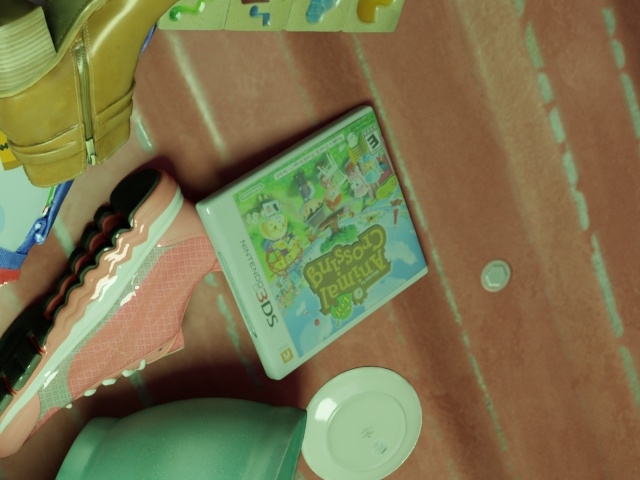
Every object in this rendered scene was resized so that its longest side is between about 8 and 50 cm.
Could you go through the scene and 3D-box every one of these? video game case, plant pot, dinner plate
[{"bbox_3d":[0.000,0.000,1.111,0.212,0.023,0.193,-34,115,-29],"label":"video game case"},{"bbox_3d":[-0.146,0.273,1.065,0.196,0.293,0.293,16,102,5],"label":"plant pot"},{"bbox_3d":[0.047,0.204,1.231,0.141,0.017,0.141,-6,110,-17],"label":"dinner plate"}]

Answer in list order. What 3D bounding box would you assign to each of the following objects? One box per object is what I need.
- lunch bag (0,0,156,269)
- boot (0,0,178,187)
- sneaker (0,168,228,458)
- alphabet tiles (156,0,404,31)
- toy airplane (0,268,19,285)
[{"bbox_3d":[-0.327,-0.194,0.864,0.385,0.239,0.328,27,94,-19],"label":"lunch bag"},{"bbox_3d":[-0.151,-0.133,0.829,0.197,0.073,0.152,-26,139,-17],"label":"boot"},{"bbox_3d":[-0.197,0.091,1.060,0.136,0.116,0.314,37,92,-26],"label":"sneaker"},{"bbox_3d":[0.005,-0.290,0.867,0.342,0.011,0.285,-6,128,-33],"label":"alphabet tiles"},{"bbox_3d":[-0.349,0.063,1.047,0.151,0.028,0.151,-5,108,-15],"label":"toy airplane"}]
